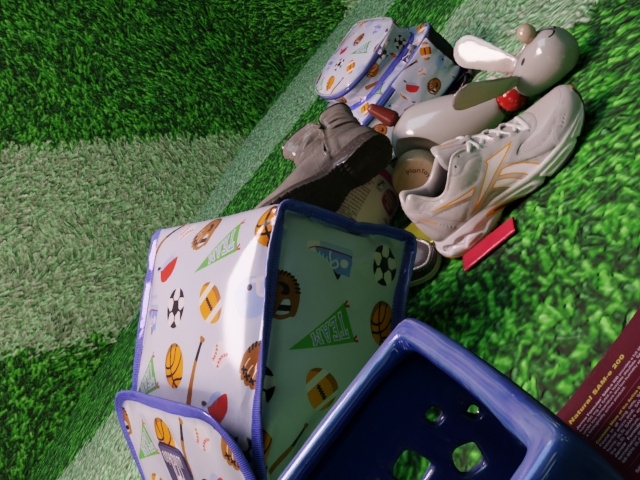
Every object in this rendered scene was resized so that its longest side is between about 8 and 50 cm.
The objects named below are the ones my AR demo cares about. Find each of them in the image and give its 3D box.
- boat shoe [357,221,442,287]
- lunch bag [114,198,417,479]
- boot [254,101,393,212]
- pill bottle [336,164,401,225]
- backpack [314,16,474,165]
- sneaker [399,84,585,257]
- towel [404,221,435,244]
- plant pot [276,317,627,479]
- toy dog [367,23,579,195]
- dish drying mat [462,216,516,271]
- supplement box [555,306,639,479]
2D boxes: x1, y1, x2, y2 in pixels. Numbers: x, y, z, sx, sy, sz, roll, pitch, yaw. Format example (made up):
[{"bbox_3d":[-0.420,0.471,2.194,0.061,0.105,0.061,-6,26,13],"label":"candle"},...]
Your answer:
[{"bbox_3d":[0.050,0.014,1.127,0.223,0.073,0.080,6,67,30],"label":"boat shoe"},{"bbox_3d":[-0.084,0.168,0.985,0.328,0.239,0.385,-7,74,55],"label":"lunch bag"},{"bbox_3d":[-0.020,-0.104,1.254,0.246,0.083,0.161,-36,37,-9],"label":"boot"},{"bbox_3d":[0.007,0.001,1.305,0.160,0.160,0.283,-25,31,59],"label":"pill bottle"},{"bbox_3d":[0.115,-0.278,1.555,0.263,0.213,0.276,-63,19,2],"label":"backpack"},{"bbox_3d":[0.208,-0.101,1.029,0.262,0.121,0.099,-48,17,14],"label":"sneaker"},{"bbox_3d":[0.187,-0.055,1.171,0.237,0.021,0.102,-46,16,22],"label":"towel"},{"bbox_3d":[0.093,0.216,0.495,0.236,0.212,0.236,-53,16,-1],"label":"plant pot"},{"bbox_3d":[0.199,-0.215,1.225,0.334,0.161,0.220,-47,17,17],"label":"toy dog"},{"bbox_3d":[0.206,0.005,1.012,0.083,0.008,0.032,-43,19,29],"label":"dish drying mat"},{"bbox_3d":[0.254,0.122,0.499,0.130,0.073,0.239,-52,17,0],"label":"supplement box"}]
